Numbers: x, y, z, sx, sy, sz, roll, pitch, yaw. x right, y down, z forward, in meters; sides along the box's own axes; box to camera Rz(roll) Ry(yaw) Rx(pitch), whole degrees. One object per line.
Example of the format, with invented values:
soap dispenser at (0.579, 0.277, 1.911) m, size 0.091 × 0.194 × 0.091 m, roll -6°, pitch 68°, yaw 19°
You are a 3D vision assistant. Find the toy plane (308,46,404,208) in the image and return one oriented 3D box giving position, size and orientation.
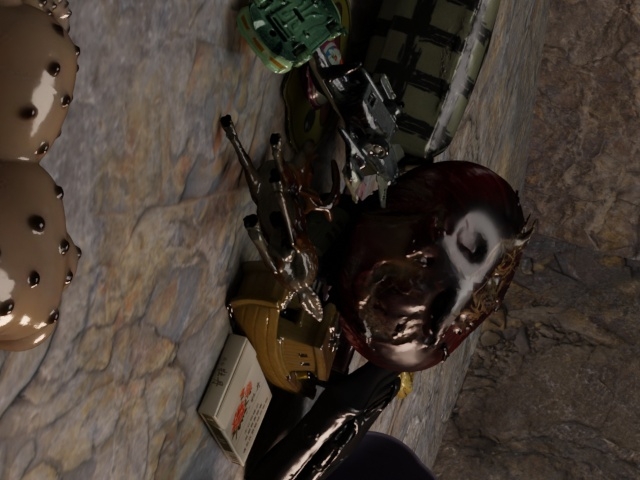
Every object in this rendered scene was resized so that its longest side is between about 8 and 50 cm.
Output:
toy plane at (0.042, -0.161, 1.316) m, size 0.262 × 0.088 × 0.192 m, roll 64°, pitch 34°, yaw -43°

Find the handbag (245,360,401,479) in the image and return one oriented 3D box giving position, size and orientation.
handbag at (0.024, 0.270, 1.640) m, size 0.244 × 0.088 × 0.275 m, roll -53°, pitch 166°, yaw 24°

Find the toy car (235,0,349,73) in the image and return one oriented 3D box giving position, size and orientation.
toy car at (-0.032, -0.231, 1.186) m, size 0.058 × 0.093 × 0.186 m, roll -35°, pitch -171°, yaw 31°

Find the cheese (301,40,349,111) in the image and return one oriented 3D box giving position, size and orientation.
cheese at (0.008, -0.202, 1.378) m, size 0.145 × 0.038 × 0.095 m, roll 22°, pitch 83°, yaw -71°

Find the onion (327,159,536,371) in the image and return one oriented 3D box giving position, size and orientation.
onion at (0.135, 0.030, 1.498) m, size 0.314 × 0.232 × 0.314 m, roll -32°, pitch 138°, yaw -33°

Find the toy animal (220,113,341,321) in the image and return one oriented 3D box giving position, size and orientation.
toy animal at (-0.042, -0.036, 1.239) m, size 0.260 × 0.087 × 0.244 m, roll 61°, pitch 25°, yaw -59°

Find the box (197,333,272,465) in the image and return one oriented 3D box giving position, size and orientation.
box at (-0.105, 0.208, 1.414) m, size 0.198 × 0.029 × 0.109 m, roll 77°, pitch 31°, yaw -61°

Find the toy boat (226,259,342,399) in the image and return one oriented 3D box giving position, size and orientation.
toy boat at (-0.032, 0.124, 1.427) m, size 0.321 × 0.121 × 0.089 m, roll 78°, pitch 25°, yaw -58°

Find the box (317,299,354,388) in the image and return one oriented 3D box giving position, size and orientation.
box at (0.042, 0.116, 1.747) m, size 0.120 × 0.069 × 0.224 m, roll 102°, pitch 9°, yaw -69°

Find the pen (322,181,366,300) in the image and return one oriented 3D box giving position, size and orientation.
pen at (0.033, 0.000, 1.702) m, size 0.053 × 0.032 × 0.197 m, roll 50°, pitch 55°, yaw -72°

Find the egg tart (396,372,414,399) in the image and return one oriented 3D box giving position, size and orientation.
egg tart at (0.151, 0.197, 2.196) m, size 0.252 × 0.098 × 0.232 m, roll 42°, pitch 57°, yaw -77°

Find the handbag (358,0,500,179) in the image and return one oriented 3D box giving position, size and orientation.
handbag at (0.149, -0.255, 1.621) m, size 0.327 × 0.162 × 0.325 m, roll 63°, pitch 47°, yaw -86°

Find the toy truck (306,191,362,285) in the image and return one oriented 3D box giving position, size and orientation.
toy truck at (0.000, 0.000, 1.529) m, size 0.202 × 0.074 × 0.088 m, roll -50°, pitch 142°, yaw -56°

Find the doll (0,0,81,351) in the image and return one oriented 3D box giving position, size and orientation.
doll at (-0.205, -0.056, 0.693) m, size 0.154 × 0.119 × 0.278 m, roll 45°, pitch 51°, yaw -73°

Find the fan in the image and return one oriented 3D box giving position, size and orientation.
fan at (0.013, -0.231, 1.457) m, size 0.335 × 0.011 × 0.230 m, roll -42°, pitch 144°, yaw -60°

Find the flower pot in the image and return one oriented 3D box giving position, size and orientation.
flower pot at (0.047, 0.492, 1.858) m, size 0.265 × 0.265 × 0.243 m, roll -55°, pitch 167°, yaw -52°
